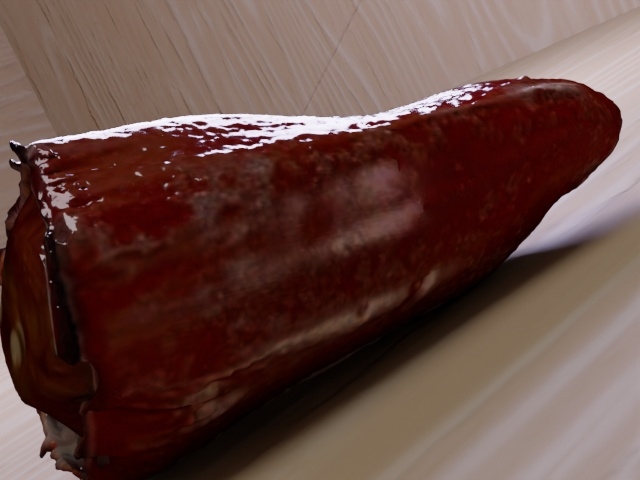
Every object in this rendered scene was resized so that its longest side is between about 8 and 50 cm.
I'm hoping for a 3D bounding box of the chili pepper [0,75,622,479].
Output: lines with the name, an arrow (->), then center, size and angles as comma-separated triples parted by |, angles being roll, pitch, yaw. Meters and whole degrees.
chili pepper -> 0.000, 0.000, 0.454 | 0.252, 0.136, 0.144 | -18, -42, -25
